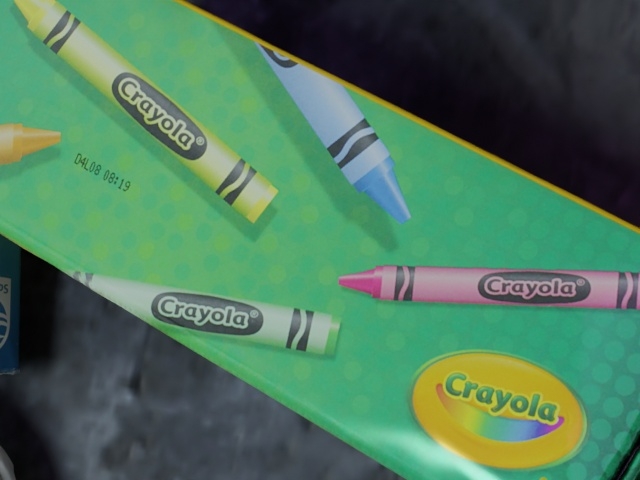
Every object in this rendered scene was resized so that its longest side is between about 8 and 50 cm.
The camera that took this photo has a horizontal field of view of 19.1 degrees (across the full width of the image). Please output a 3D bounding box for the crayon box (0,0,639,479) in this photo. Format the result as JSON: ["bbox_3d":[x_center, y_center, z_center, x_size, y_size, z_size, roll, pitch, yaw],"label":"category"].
[{"bbox_3d":[0.000,0.000,0.560,0.278,0.165,0.081,29,91,27],"label":"crayon box"}]

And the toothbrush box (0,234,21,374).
[{"bbox_3d":[-0.224,-0.099,0.675,0.216,0.126,0.295,0,86,30],"label":"toothbrush box"}]

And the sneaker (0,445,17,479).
[{"bbox_3d":[-0.172,0.184,0.622,0.105,0.115,0.281,11,82,26],"label":"sneaker"}]
